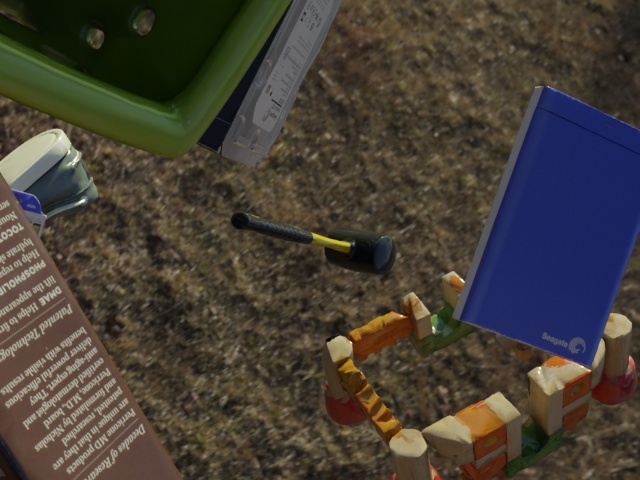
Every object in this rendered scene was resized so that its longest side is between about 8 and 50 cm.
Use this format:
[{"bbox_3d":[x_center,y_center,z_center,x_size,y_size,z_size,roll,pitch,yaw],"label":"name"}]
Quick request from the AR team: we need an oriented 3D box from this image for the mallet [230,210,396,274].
[{"bbox_3d":[0.000,0.000,0.855,0.189,0.062,0.039,15,86,-60],"label":"mallet"}]

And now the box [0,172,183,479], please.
[{"bbox_3d":[-0.282,0.106,0.793,0.143,0.191,0.381,-40,107,-53],"label":"box"}]

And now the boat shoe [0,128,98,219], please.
[{"bbox_3d":[-0.381,0.012,1.120,0.319,0.116,0.099,-46,124,-18],"label":"boat shoe"}]

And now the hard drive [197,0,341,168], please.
[{"bbox_3d":[-0.067,-0.275,1.483,0.064,0.237,0.339,28,93,10],"label":"hard drive"}]

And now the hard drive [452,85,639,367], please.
[{"bbox_3d":[0.320,-0.014,1.327,0.210,0.040,0.319,21,88,-21],"label":"hard drive"}]

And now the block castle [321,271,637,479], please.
[{"bbox_3d":[0.254,0.220,1.611,0.453,0.213,0.303,-27,46,-13],"label":"block castle"}]

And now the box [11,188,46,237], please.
[{"bbox_3d":[-0.332,0.013,1.018,0.081,0.028,0.136,17,89,-41],"label":"box"}]

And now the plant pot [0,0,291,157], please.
[{"bbox_3d":[-0.122,-0.195,0.373,0.207,0.228,0.227,35,7,33],"label":"plant pot"}]
